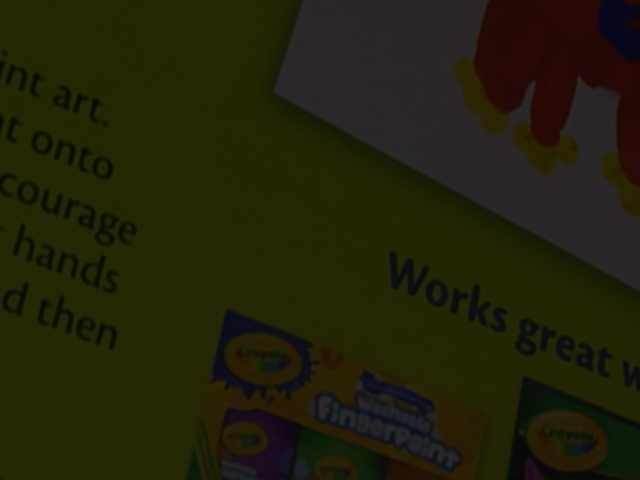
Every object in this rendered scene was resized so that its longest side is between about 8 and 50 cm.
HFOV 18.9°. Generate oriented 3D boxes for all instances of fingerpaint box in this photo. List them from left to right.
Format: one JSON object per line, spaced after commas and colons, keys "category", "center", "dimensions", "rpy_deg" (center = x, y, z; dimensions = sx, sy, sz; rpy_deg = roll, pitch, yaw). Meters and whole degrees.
{"category": "fingerpaint box", "center": [-0.067, -0.057, 0.470], "dimensions": [0.445, 0.371, 0.163], "rpy_deg": [23, 155, -24]}
